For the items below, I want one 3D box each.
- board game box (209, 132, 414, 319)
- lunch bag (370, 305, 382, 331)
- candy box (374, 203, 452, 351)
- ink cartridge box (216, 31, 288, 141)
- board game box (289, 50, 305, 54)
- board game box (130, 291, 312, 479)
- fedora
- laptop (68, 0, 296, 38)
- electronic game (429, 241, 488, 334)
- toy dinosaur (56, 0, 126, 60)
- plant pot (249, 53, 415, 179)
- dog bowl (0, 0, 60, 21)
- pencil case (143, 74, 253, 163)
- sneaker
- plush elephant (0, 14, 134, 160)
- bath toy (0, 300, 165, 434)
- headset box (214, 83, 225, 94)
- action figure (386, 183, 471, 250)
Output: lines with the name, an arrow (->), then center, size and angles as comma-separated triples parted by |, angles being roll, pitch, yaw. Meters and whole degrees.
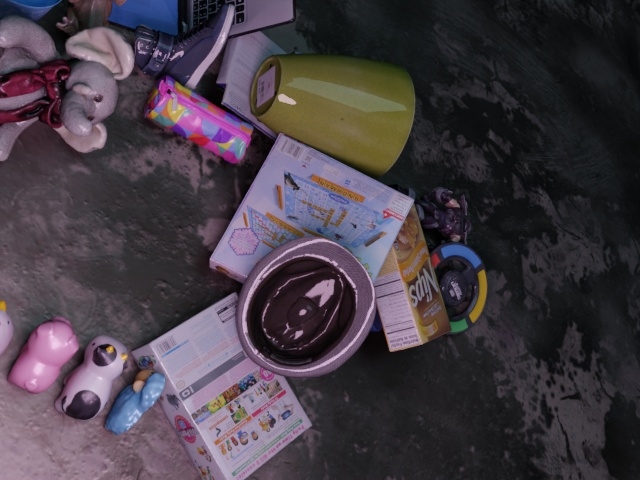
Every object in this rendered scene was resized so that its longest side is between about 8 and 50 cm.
board game box -> -0.015, -0.016, 1.748 | 0.319, 0.066, 0.318 | 27, 71, 2
lunch bag -> 0.111, 0.160, 1.907 | 0.098, 0.065, 0.067 | -45, 112, -44
candy box -> 0.184, 0.076, 1.906 | 0.183, 0.088, 0.316 | -8, 80, -60
ink cartridge box -> -0.133, -0.342, 1.896 | 0.223, 0.045, 0.223 | 33, 59, -41
board game box -> 0.008, -0.315, 2.048 | 0.145, 0.027, 0.281 | 3, 70, -36
board game box -> -0.184, 0.283, 1.603 | 0.224, 0.097, 0.303 | -30, 91, -41
fedora -> -0.026, 0.125, 1.604 | 0.244, 0.124, 0.275 | 38, 95, 3
laptop -> -0.286, -0.639, 1.814 | 0.236, 0.408, 0.381 | 41, 43, -63
electronic game -> 0.322, 0.117, 2.072 | 0.229, 0.048, 0.229 | -1, 91, -33
toy dinosaur -> -0.444, -0.460, 1.650 | 0.127, 0.295, 0.200 | 19, 20, -30
plant pot -> 0.005, -0.291, 1.842 | 0.294, 0.275, 0.274 | 12, 65, -32
dog bowl -> -0.551, -0.523, 1.565 | 0.166, 0.074, 0.297 | 19, 54, -29
pencil case -> -0.253, -0.250, 1.765 | 0.236, 0.104, 0.104 | 27, 57, -29
sneaker -> -0.287, -0.417, 1.732 | 0.163, 0.226, 0.086 | 28, 29, -23
plush elephant -> -0.472, -0.256, 1.477 | 0.256, 0.271, 0.330 | 15, 35, -6
bath toy -> -0.438, 0.197, 1.413 | 0.348, 0.129, 0.151 | 31, 56, -25
headset box -> -0.191, -0.358, 1.902 | 0.062, 0.032, 0.083 | 39, 54, -21
action figure -> 0.278, -0.060, 2.120 | 0.285, 0.099, 0.185 | 19, 54, -36
